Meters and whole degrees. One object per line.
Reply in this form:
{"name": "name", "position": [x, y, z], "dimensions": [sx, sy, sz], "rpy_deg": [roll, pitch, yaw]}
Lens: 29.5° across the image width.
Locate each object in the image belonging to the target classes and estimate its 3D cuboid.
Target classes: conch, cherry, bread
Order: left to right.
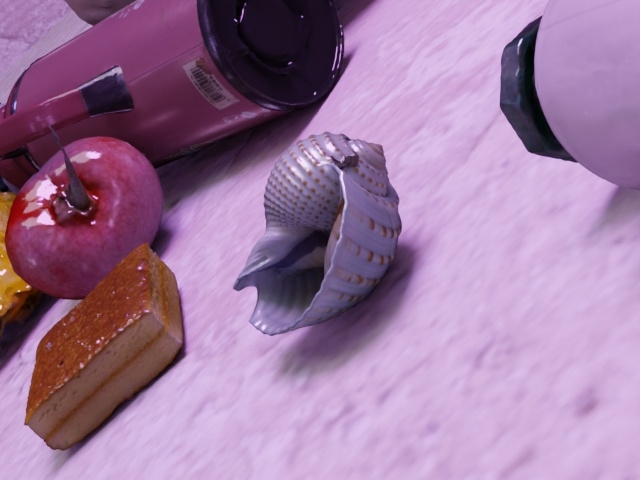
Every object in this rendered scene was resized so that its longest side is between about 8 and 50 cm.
{"name": "cherry", "position": [-0.144, -0.016, 0.764], "dimensions": [0.106, 0.087, 0.126], "rpy_deg": [-47, 1, 11]}
{"name": "bread", "position": [-0.114, 0.055, 0.639], "dimensions": [0.090, 0.035, 0.094], "rpy_deg": [-42, 21, 8]}
{"name": "conch", "position": [0.004, 0.000, 0.497], "dimensions": [0.085, 0.056, 0.076], "rpy_deg": [-68, 29, 26]}

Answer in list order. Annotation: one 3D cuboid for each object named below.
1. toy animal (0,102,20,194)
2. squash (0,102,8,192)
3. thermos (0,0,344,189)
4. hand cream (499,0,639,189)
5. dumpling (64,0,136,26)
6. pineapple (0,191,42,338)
{"name": "toy animal", "position": [-0.248, -0.101, 1.114], "dimensions": [0.205, 0.081, 0.367], "rpy_deg": [-13, 32, 16]}
{"name": "squash", "position": [-0.446, -0.071, 1.326], "dimensions": [0.252, 0.165, 0.252], "rpy_deg": [-36, 21, 16]}
{"name": "thermos", "position": [-0.139, -0.091, 0.840], "dimensions": [0.330, 0.109, 0.136], "rpy_deg": [-16, 37, 47]}
{"name": "hand cream", "position": [0.155, -0.057, 0.268], "dimensions": [0.336, 0.121, 0.076], "rpy_deg": [-4, 90, 63]}
{"name": "dumpling", "position": [-0.027, -0.264, 0.942], "dimensions": [0.315, 0.233, 0.395], "rpy_deg": [2, 26, 21]}
{"name": "pineapple", "position": [-0.294, 0.063, 0.861], "dimensions": [0.164, 0.249, 0.140], "rpy_deg": [114, 148, -41]}
